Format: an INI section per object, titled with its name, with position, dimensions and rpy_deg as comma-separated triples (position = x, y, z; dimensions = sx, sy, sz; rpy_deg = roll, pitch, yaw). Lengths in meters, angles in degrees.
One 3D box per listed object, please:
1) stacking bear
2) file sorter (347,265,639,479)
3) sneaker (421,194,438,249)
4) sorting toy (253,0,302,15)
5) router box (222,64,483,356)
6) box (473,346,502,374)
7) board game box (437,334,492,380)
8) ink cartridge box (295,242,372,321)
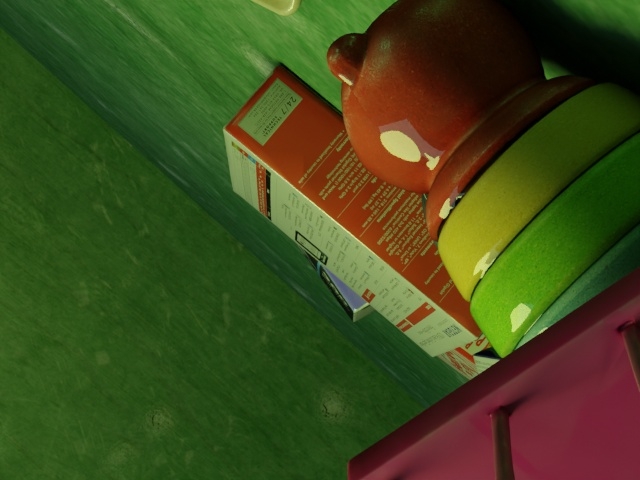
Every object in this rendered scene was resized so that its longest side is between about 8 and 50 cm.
[stacking bear]
position = 0.125, -0.014, 0.702
dimensions = 0.289, 0.175, 0.164
rpy_deg = 48, 150, 15
[file sorter]
position = 0.182, 0.131, 0.511
dimensions = 0.202, 0.290, 0.182
rpy_deg = 43, -156, -22
[sneaker]
position = 0.172, 0.021, 0.859
dimensions = 0.282, 0.099, 0.153
rpy_deg = 43, 171, 11
[sorting toy]
position = -0.121, -0.252, 0.956
dimensions = 0.193, 0.038, 0.208
rpy_deg = 34, 170, 42
[router box]
position = 0.044, -0.014, 1.361
dimensions = 0.301, 0.082, 0.335
rpy_deg = 40, 173, 3
[box]
position = 0.224, 0.174, 1.385
dimensions = 0.126, 0.072, 0.137
rpy_deg = 167, 86, -81
[board game box]
position = 0.167, 0.123, 1.691
dimensions = 0.193, 0.045, 0.147
rpy_deg = 35, 171, 34
[ink cartridge box]
position = 0.000, 0.000, 1.640
dimensions = 0.206, 0.045, 0.208
rpy_deg = 55, 174, 8
